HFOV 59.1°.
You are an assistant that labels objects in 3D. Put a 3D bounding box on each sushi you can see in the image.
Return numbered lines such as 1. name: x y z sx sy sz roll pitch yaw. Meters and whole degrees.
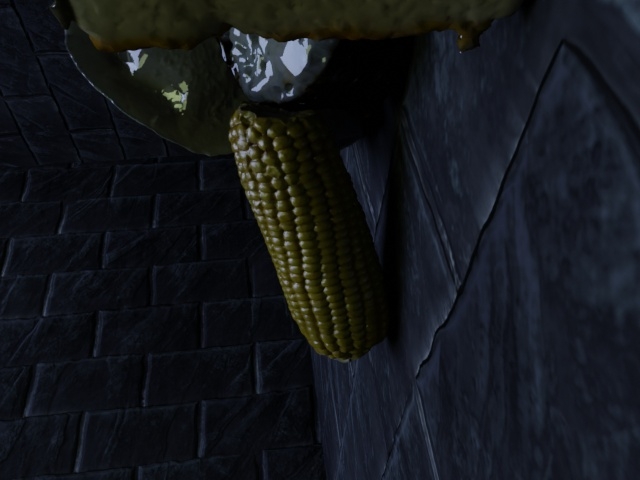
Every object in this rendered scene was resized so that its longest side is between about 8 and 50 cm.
1. sushi: -0.011 -0.307 0.587 0.234 0.208 0.348 -19 85 48

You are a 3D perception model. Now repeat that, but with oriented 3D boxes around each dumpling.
1. dumpling: -0.183 -0.239 0.680 0.243 0.227 0.175 51 145 32

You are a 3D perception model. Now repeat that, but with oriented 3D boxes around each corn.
1. corn: 0.000 0.000 0.724 0.144 0.144 0.387 -104 -2 -59

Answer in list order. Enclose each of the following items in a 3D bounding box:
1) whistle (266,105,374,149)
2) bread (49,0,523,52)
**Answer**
1. whistle: -0.014 -0.200 0.854 0.348 0.189 0.189 -4 -91 -84
2. bread: -0.020 -0.276 0.313 0.207 0.279 0.279 91 175 -60
